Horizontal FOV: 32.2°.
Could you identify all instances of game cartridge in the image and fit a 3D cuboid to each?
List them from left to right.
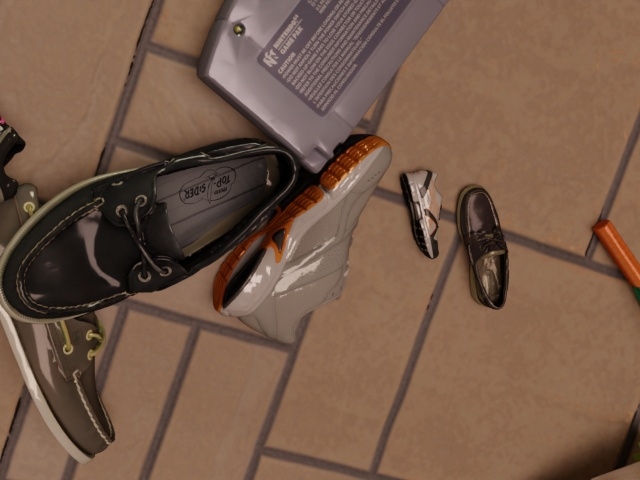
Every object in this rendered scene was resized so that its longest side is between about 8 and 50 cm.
[{"bbox_3d":[0.008,-0.245,1.191,0.196,0.060,0.294,41,81,-24],"label":"game cartridge"}]

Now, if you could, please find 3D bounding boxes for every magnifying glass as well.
[{"bbox_3d":[0.415,0.071,1.389,0.026,0.092,0.231,-39,99,-3],"label":"magnifying glass"}]

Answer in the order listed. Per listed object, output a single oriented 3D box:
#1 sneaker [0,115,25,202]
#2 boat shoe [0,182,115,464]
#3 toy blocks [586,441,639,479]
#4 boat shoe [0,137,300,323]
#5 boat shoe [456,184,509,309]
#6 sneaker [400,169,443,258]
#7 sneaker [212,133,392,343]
[{"bbox_3d":[-0.333,-0.110,1.104,0.074,0.063,0.170,-1,74,-21],"label":"sneaker"},{"bbox_3d":[-0.278,0.089,1.155,0.091,0.109,0.305,-24,103,-7],"label":"boat shoe"},{"bbox_3d":[0.351,0.445,1.342,0.261,0.381,0.191,-22,150,10],"label":"toy blocks"},{"bbox_3d":[-0.158,-0.016,1.114,0.340,0.113,0.127,-23,103,-33],"label":"boat shoe"},{"bbox_3d":[0.200,0.009,1.319,0.056,0.049,0.152,-17,106,-13],"label":"boat shoe"},{"bbox_3d":[0.127,-0.031,1.293,0.043,0.040,0.109,-17,106,-15],"label":"sneaker"},{"bbox_3d":[0.000,0.000,1.241,0.121,0.099,0.262,39,96,-28],"label":"sneaker"}]
